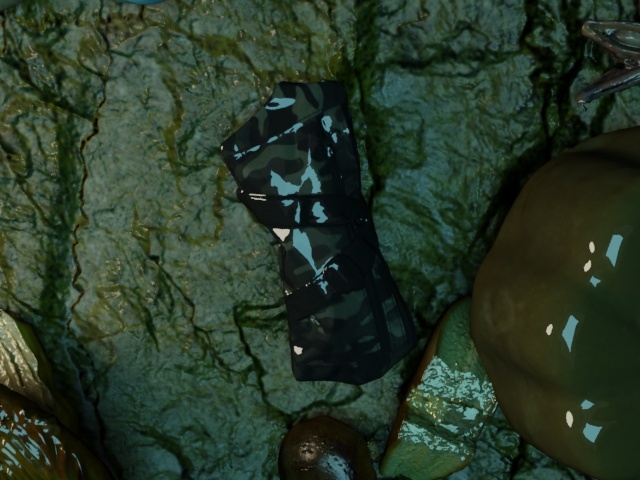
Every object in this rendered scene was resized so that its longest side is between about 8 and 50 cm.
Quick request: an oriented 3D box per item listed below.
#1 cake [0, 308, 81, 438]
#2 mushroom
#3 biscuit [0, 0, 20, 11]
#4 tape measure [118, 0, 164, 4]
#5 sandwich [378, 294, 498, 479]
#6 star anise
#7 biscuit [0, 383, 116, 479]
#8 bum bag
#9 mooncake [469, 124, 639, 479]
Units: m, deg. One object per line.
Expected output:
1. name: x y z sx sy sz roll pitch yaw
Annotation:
1. cake: -0.315 0.165 1.043 0.079 0.116 0.185 -38 70 2
2. mushroom: 0.008 0.262 1.061 0.127 0.087 0.127 5 103 21
3. biscuit: -0.365 -0.307 0.912 0.281 0.084 0.179 -6 107 2
4. tape measure: -0.176 -0.294 0.904 0.146 0.081 0.125 -14 114 -38
5. sandwich: 0.140 0.179 1.034 0.090 0.088 0.244 22 101 -3
6. star anise: 0.373 -0.210 0.973 0.207 0.063 0.172 6 98 0
7. biscuit: -0.341 0.266 0.987 0.317 0.040 0.318 12 126 17
8. bum bag: 0.000 0.000 0.989 0.144 0.095 0.341 -20 104 -13
9. mooncake: 0.348 0.078 0.925 0.378 0.201 0.379 -1 95 -15
